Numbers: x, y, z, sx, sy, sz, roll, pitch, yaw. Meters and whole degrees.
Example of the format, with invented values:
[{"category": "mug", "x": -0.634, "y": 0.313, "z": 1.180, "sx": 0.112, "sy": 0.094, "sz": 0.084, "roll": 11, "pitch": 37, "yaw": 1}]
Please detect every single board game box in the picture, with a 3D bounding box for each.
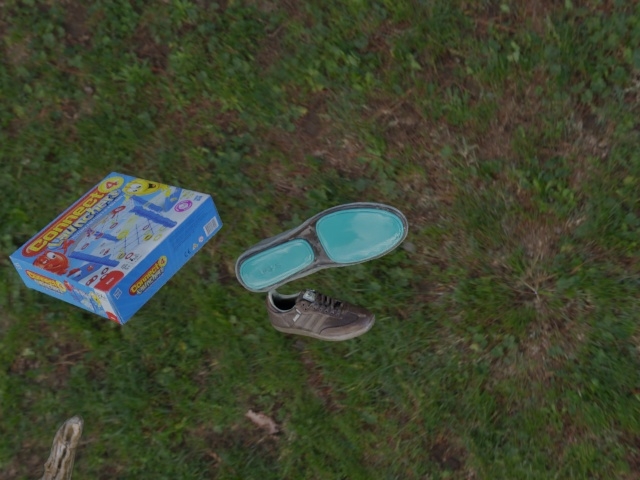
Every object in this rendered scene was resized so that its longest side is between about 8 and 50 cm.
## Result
[{"category": "board game box", "x": -0.414, "y": 0.002, "z": 1.561, "sx": 0.301, "sy": 0.086, "sz": 0.308, "roll": 14, "pitch": 47, "yaw": 33}]

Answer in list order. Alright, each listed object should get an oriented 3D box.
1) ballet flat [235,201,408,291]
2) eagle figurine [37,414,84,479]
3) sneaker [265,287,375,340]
[{"category": "ballet flat", "x": 0.000, "y": 0.000, "z": 0.889, "sx": 0.213, "sy": 0.068, "sz": 0.072, "roll": -19, "pitch": 103, "yaw": 15}, {"category": "eagle figurine", "x": -0.334, "y": 0.215, "z": 0.529, "sx": 0.298, "sy": 0.225, "sz": 0.227, "roll": 2, "pitch": 96, "yaw": -28}, {"category": "sneaker", "x": -0.006, "y": 0.115, "z": 1.234, "sx": 0.188, "sy": 0.066, "sz": 0.071, "roll": -2, "pitch": 126, "yaw": 25}]
